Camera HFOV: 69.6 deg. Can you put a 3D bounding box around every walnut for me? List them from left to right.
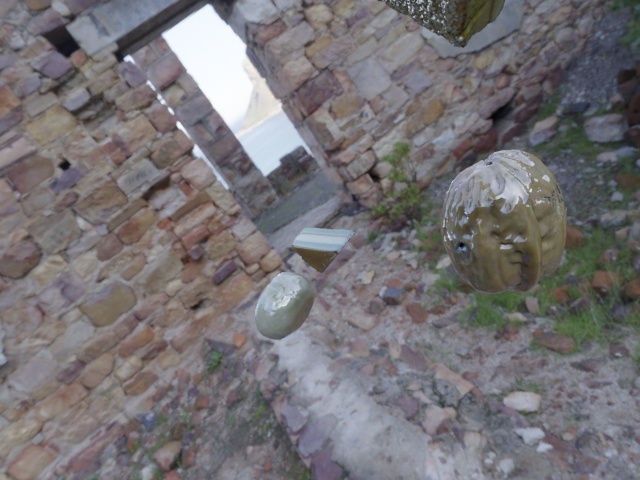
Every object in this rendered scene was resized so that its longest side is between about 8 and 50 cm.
[{"bbox_3d":[0.297,-0.023,0.758,0.198,0.245,0.198,-16,25,8],"label":"walnut"}]

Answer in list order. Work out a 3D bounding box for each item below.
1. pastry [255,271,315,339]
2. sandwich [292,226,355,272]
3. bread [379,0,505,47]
[{"bbox_3d":[-0.075,0.143,0.988,0.092,0.156,0.156,29,56,20],"label":"pastry"},{"bbox_3d":[0.000,0.000,1.151,0.079,0.113,0.163,-51,-1,-25],"label":"sandwich"},{"bbox_3d":[0.127,-0.380,0.571,0.110,0.234,0.184,-43,-24,-8],"label":"bread"}]
